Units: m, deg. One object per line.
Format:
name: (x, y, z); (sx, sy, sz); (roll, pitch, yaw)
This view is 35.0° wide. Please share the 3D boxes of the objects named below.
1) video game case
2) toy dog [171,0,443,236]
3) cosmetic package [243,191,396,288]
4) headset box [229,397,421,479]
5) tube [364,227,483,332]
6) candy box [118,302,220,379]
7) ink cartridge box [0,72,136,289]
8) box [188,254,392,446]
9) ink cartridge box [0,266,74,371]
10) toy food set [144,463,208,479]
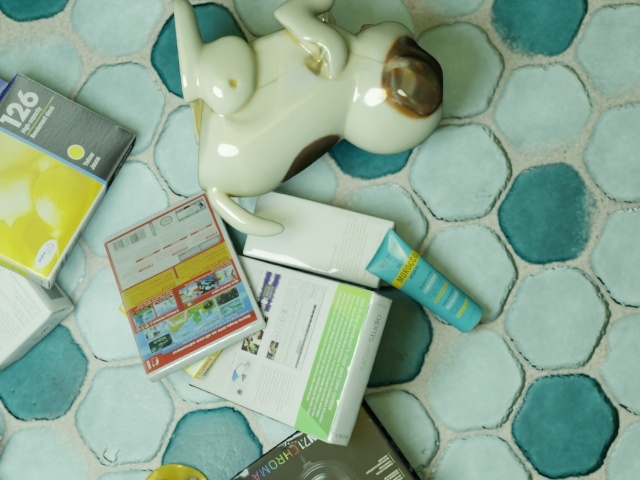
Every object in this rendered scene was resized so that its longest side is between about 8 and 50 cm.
video game case: (-0.227, 0.067, 1.657); (0.204, 0.025, 0.285); (-26, 57, 1)
toy dog: (-0.006, -0.227, 1.595); (0.407, 0.284, 0.395); (-9, 67, -4)
cosmetic package: (0.000, 0.000, 1.680); (0.231, 0.085, 0.117); (15, 84, 7)
headset box: (0.038, 0.422, 1.609); (0.246, 0.131, 0.283); (-35, 83, 0)
tube: (0.170, 0.071, 1.643); (0.207, 0.052, 0.080); (36, 69, -14)
candy box: (-0.238, 0.128, 1.670); (0.206, 0.027, 0.105); (36, 86, 32)
ink cartridge box: (-0.507, -0.119, 1.659); (0.307, 0.072, 0.304); (27, 65, -6)
box: (-0.054, 0.163, 1.593); (0.322, 0.058, 0.232); (14, 84, 43)
ink cartridge box: (-0.650, 0.118, 1.730); (0.385, 0.091, 0.308); (-41, 83, 16)
toy food set: (-0.217, 0.469, 1.651); (0.128, 0.071, 0.218); (-34, 83, 0)
